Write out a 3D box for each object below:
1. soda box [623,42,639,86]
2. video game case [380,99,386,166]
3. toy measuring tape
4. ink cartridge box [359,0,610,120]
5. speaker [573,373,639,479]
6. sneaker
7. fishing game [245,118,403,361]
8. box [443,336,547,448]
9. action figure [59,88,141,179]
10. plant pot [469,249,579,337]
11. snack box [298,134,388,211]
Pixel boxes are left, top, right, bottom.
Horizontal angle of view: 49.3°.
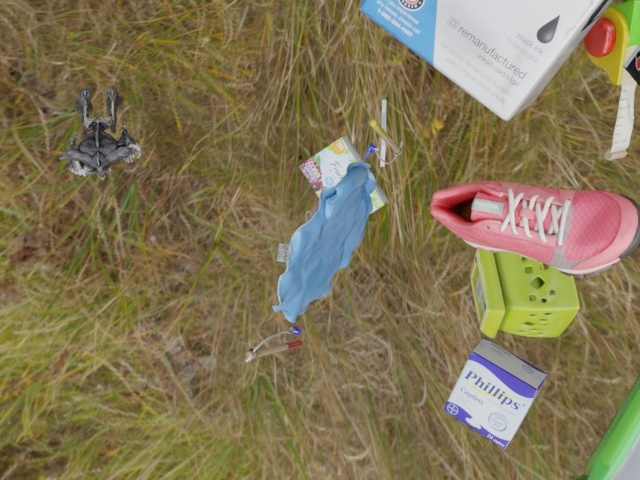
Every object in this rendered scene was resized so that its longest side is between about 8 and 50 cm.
[{"bbox_3d":[0.539,-0.265,1.036,0.168,0.053,0.060,-7,145,-25],"label":"soda box"},{"bbox_3d":[0.140,-0.239,1.556,0.011,0.122,0.087,2,156,4],"label":"video game case"},{"bbox_3d":[0.554,-0.324,1.322,0.121,0.121,0.330,-2,116,3],"label":"toy measuring tape"},{"bbox_3d":[0.283,-0.415,0.958,0.285,0.166,0.395,40,124,10],"label":"ink cartridge box"},{"bbox_3d":[0.229,0.081,0.353,0.131,0.131,0.297,19,110,-6],"label":"speaker"},{"bbox_3d":[0.275,-0.024,0.952,0.136,0.313,0.116,15,85,-36],"label":"sneaker"},{"bbox_3d":[0.000,0.000,0.717,0.041,0.189,0.264,29,98,18],"label":"fishing game"},{"bbox_3d":[0.301,0.263,1.208,0.126,0.072,0.137,30,118,23],"label":"box"},{"bbox_3d":[-0.482,-0.214,1.544,0.164,0.276,0.141,-8,140,-7],"label":"action figure"},{"bbox_3d":[0.490,0.113,1.726,0.207,0.227,0.228,-7,154,3],"label":"plant pot"},{"bbox_3d":[0.041,-0.103,1.247,0.100,0.037,0.141,-32,95,24],"label":"snack box"}]
